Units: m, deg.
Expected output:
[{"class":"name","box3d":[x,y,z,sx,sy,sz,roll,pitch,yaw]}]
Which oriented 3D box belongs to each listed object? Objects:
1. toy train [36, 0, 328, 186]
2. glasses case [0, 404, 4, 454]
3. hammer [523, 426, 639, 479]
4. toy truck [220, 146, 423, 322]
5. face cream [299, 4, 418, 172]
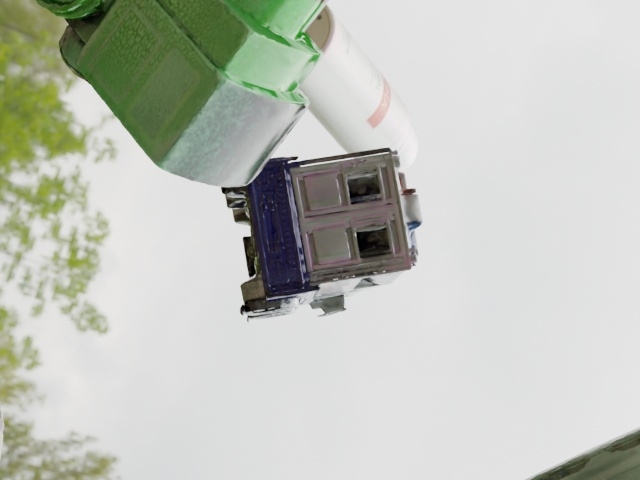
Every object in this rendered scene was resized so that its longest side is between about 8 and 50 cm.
[{"class":"toy train","box3d":[-0.007,-0.141,0.453,0.251,0.085,0.119,-50,-116,21]},{"class":"glasses case","box3d":[-0.226,0.190,0.438,0.137,0.085,0.354,4,-119,44]},{"class":"hammer","box3d":[0.299,0.276,1.164,0.206,0.119,0.335,-26,-174,0]},{"class":"toy truck","box3d":[0.000,0.000,1.113,0.268,0.155,0.124,105,-24,-84]},{"class":"face cream","box3d":[0.038,-0.174,1.552,0.102,0.345,0.102,-8,-112,21]}]
